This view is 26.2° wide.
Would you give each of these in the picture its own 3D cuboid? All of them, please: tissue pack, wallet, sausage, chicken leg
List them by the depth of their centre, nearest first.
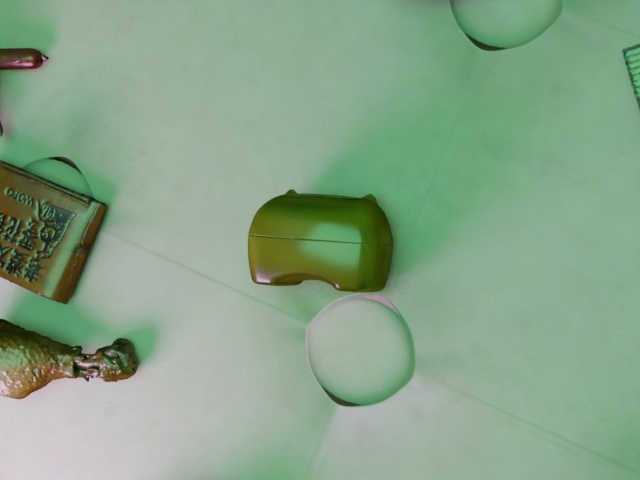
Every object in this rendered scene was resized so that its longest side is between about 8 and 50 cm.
[{"bbox_3d":[0.000,0.000,1.764,0.178,0.123,0.127,3,93,18],"label":"tissue pack"},{"bbox_3d":[-0.376,0.166,1.903,0.251,0.087,0.107,-1,99,11],"label":"chicken leg"},{"bbox_3d":[-0.414,-0.012,1.938,0.195,0.042,0.161,23,95,17],"label":"wallet"},{"bbox_3d":[-0.507,-0.263,1.980,0.253,0.034,0.034,4,90,17],"label":"sausage"}]

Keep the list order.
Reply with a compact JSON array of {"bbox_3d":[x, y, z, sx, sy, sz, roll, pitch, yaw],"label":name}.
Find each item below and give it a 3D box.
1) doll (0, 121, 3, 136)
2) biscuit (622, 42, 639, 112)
[{"bbox_3d":[-0.492,-0.216,1.943,0.077,0.115,0.150,-29,111,-19],"label":"doll"},{"bbox_3d":[0.465,-0.135,1.662,0.147,0.046,0.250,-18,84,17],"label":"biscuit"}]
